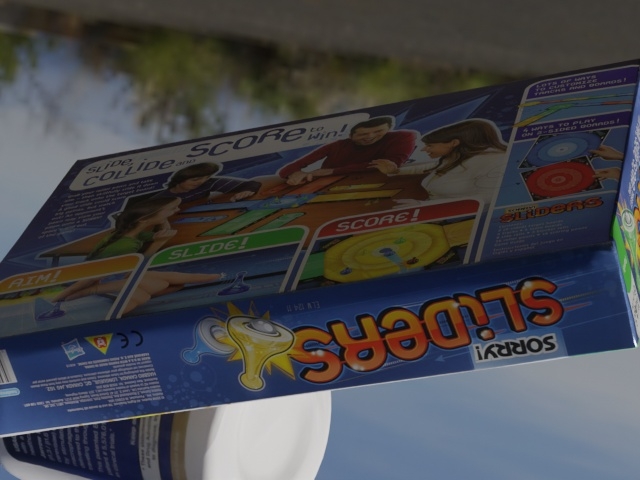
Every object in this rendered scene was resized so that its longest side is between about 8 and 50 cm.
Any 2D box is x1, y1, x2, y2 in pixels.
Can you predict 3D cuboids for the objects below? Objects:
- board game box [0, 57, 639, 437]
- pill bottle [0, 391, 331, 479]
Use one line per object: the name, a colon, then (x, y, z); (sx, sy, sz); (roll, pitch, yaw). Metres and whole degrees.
board game box: (0.000, 0.000, 0.609); (0.201, 0.035, 0.136); (-9, -156, 18)
pill bottle: (-0.089, 0.067, 0.866); (0.169, 0.094, 0.094); (9, -179, 32)
